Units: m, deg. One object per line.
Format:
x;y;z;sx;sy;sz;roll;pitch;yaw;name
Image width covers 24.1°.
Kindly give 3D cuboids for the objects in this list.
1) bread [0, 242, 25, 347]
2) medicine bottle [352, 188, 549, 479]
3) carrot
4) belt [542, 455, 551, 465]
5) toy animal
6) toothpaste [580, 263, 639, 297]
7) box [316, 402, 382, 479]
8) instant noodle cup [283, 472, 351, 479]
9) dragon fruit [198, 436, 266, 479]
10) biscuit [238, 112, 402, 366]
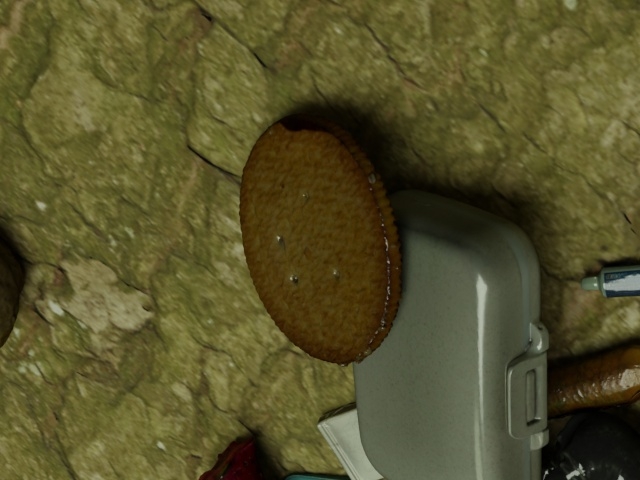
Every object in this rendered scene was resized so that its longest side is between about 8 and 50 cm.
-0.502;0.062;2.010;0.230;0.123;0.230;7;116;14;bread
0.145;0.137;1.756;0.282;0.123;0.375;21;122;45;medicine bottle
0.290;0.183;1.830;0.260;0.070;0.070;-17;112;28;carrot
0.284;0.353;1.905;0.122;0.128;0.218;-44;98;3;belt
0.425;0.326;1.807;0.343;0.106;0.168;21;91;-5;toy animal
0.398;0.043;1.728;0.197;0.035;0.057;-5;123;19;toothpaste
0.102;0.247;1.955;0.198;0.029;0.109;-24;107;28;box
0.021;0.412;2.061;0.157;0.070;0.179;2;121;21;instant noodle cup
-0.133;0.425;2.055;0.211;0.134;0.262;-26;87;58;dragon fruit
0.000;0.000;1.757;0.305;0.038;0.305;24;120;48;biscuit
